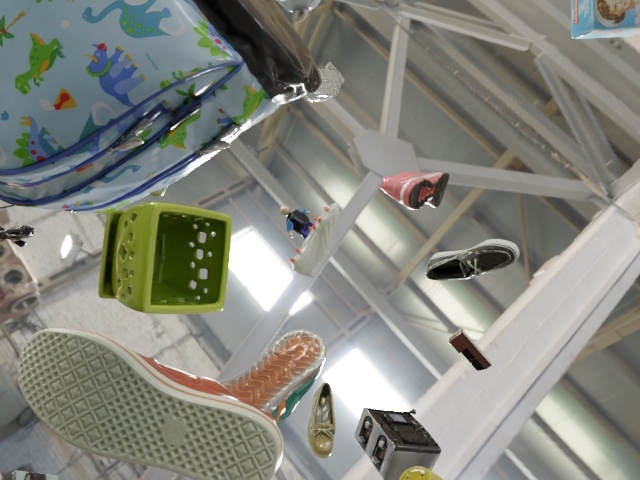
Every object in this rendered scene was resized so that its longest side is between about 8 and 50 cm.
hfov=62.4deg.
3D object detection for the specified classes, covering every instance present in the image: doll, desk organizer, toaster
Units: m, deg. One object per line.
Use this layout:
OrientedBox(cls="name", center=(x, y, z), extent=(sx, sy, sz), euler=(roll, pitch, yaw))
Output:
OrientedBox(cls="doll", center=(-0.067, -0.050, 1.831), extent=(0.189, 0.129, 0.046), euler=(45, -32, -4))
OrientedBox(cls="desk organizer", center=(0.437, 0.325, 1.549), extent=(0.050, 0.047, 0.130), euler=(-42, -95, 13))
OrientedBox(cls="toaster", center=(0.197, 0.514, 1.343), extent=(0.168, 0.185, 0.110), euler=(41, -68, 59))

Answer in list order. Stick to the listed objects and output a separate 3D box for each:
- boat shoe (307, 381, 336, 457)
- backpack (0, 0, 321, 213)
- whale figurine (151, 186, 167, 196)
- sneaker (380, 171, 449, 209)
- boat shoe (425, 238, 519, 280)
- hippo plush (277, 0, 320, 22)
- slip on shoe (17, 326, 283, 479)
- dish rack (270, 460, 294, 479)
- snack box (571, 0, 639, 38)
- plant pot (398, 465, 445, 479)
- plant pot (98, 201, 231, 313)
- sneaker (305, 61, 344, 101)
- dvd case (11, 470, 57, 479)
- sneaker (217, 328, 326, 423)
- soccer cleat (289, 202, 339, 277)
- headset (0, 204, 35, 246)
OrientedBox(cls="boat shoe", center=(0.006, 0.369, 1.093), extent=(0.056, 0.153, 0.048), euler=(12, -49, -4))
OrientedBox(cls="backpack", center=(-0.230, -0.184, 0.579), extent=(0.355, 0.273, 0.290), euler=(-34, -93, 21))
OrientedBox(cls="whale figurine", center=(-0.432, -0.206, 1.220), extent=(0.272, 0.216, 0.141), euler=(38, -17, 6))
OrientedBox(cls="sneaker", center=(0.292, -0.173, 1.621), extent=(0.136, 0.314, 0.116), euler=(25, -72, 29))
OrientedBox(cls="boat shoe", center=(0.354, 0.057, 1.243), extent=(0.219, 0.070, 0.078), euler=(-16, -70, 34))
OrientedBox(cls="hippo plush", center=(-0.118, -0.569, 1.185), extent=(0.236, 0.234, 0.294), euler=(39, 6, 26))
OrientedBox(cls="slip on shoe", center=(-0.199, 0.195, 0.624), extent=(0.331, 0.123, 0.101), euler=(19, -6, 4))
OrientedBox(cls="dish rack", center=(-0.109, 0.551, 1.104), extent=(0.285, 0.072, 0.333), euler=(10, -63, 58))
OrientedBox(cls="snack box", center=(0.437, -0.447, 0.711), extent=(0.060, 0.187, 0.322), euler=(-128, -147, -79))
OrientedBox(cls="plant pot", center=(0.209, 0.523, 1.083), extent=(0.134, 0.134, 0.095), euler=(-3, -63, 52))
OrientedBox(cls="plant pot", center=(-0.354, 0.040, 1.176), extent=(0.207, 0.227, 0.228), euler=(2, -95, 34))
OrientedBox(cls="sneaker", center=(-0.007, -0.407, 1.425), extent=(0.094, 0.235, 0.090), euler=(-31, -79, 29))
OrientedBox(cls="dvd case", center=(-0.475, 0.449, 0.882), extent=(0.087, 0.013, 0.119), euler=(47, 17, -52))
OrientedBox(cls="sneaker", center=(-0.113, 0.265, 0.831), extent=(0.108, 0.302, 0.121), euler=(43, -32, 31))
OrientedBox(cls="soccer cleat", center=(0.000, 0.000, 1.308), extent=(0.076, 0.196, 0.068), euler=(31, 3, -13))
OrientedBox(cls="headset", center=(-0.632, -0.174, 1.178), extent=(0.185, 0.394, 0.243), euler=(2, -27, 26))
